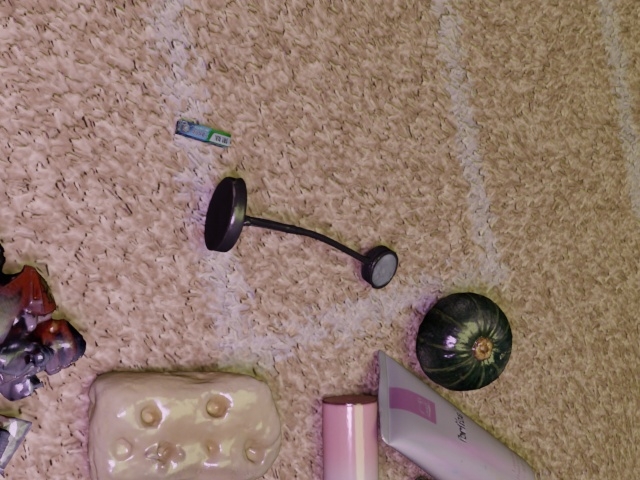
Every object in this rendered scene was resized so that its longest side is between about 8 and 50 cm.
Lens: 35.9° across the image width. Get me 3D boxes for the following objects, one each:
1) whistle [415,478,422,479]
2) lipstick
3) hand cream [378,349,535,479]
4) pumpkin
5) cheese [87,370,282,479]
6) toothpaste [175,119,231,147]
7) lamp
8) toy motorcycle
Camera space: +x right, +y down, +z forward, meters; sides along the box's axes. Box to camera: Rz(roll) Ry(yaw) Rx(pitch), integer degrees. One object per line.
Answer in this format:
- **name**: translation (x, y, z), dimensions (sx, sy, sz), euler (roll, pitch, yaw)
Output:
- **whistle**: translation (0.126, 0.539, 1.586), dimensions (0.062, 0.062, 0.312), euler (34, 70, -31)
- **lipstick**: translation (0.048, 0.406, 1.516), dimensions (0.087, 0.087, 0.327), euler (-1, 90, -36)
- **hand cream**: translation (0.213, 0.334, 1.617), dimensions (0.358, 0.118, 0.186), euler (41, 32, -29)
- **pumpkin**: translation (0.237, 0.170, 1.634), dimensions (0.167, 0.125, 0.167), euler (2, 87, -34)
- **cheese**: translation (-0.180, 0.256, 1.329), dimensions (0.262, 0.093, 0.159), euler (2, 94, -23)
- **toothpaste**: translation (-0.167, -0.152, 1.414), dimensions (0.083, 0.017, 0.020), euler (14, 80, -34)
- **lamp**: translation (-0.026, -0.014, 1.490), dimensions (0.371, 0.108, 0.130), euler (7, 106, -46)
- **toy motorcycle**: translation (-0.405, 0.192, 1.167), dimensions (0.207, 0.134, 0.401), euler (20, 76, -28)
